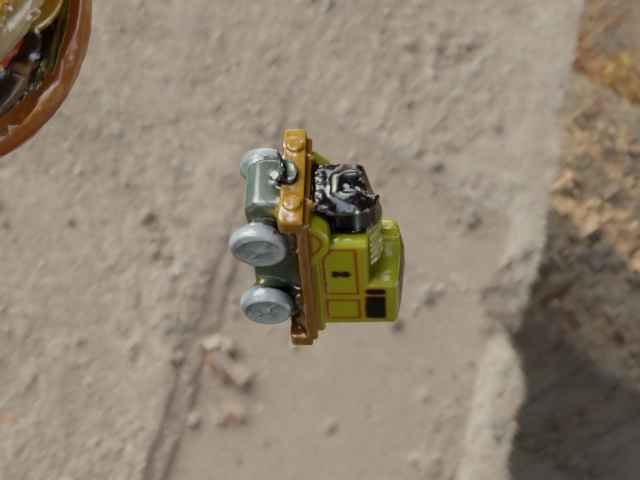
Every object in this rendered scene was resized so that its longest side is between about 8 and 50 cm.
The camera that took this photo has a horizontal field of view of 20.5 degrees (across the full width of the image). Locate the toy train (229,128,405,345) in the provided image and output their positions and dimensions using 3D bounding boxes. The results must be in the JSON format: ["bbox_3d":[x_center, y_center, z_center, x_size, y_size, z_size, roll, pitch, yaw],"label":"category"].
[{"bbox_3d":[0.000,0.000,1.341,0.127,0.219,0.089,0,56,4],"label":"toy train"}]

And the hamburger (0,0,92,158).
[{"bbox_3d":[-0.350,-0.216,1.385,0.330,0.250,0.330,0,76,1],"label":"hamburger"}]
